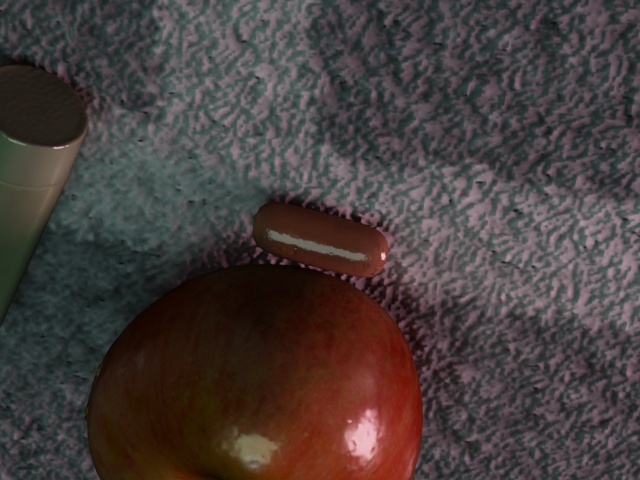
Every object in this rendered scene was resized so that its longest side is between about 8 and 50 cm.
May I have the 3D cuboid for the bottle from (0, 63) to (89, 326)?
[{"bbox_3d":[-0.205,-0.013,1.160,0.072,0.072,0.201,25,131,-6],"label":"bottle"}]

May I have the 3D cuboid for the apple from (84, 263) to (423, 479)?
[{"bbox_3d":[-0.042,0.115,1.160,0.209,0.164,0.209,6,133,7],"label":"apple"}]

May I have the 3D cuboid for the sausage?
[{"bbox_3d":[0.000,0.000,1.139,0.083,0.034,0.034,15,131,1],"label":"sausage"}]
